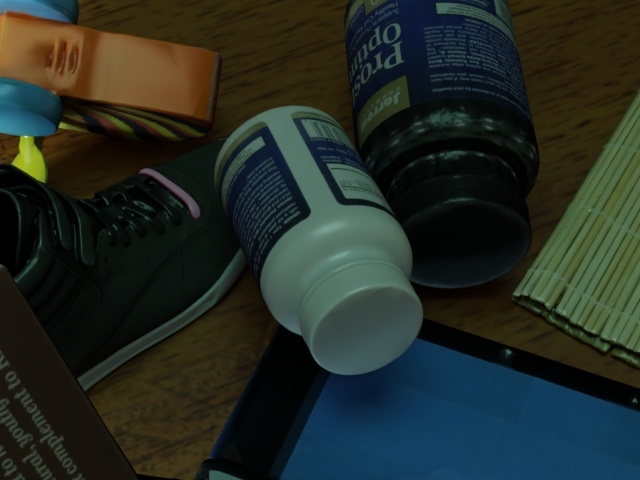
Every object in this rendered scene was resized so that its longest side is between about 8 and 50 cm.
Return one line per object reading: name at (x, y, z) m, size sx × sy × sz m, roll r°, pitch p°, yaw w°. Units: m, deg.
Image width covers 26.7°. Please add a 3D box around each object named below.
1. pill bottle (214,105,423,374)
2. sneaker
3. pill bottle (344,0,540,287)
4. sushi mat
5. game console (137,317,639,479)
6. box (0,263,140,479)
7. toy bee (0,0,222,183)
pill bottle at (0.000, 0.000, 0.824) m, size 0.094 × 0.094 × 0.169 m, roll -15°, pitch 43°, yaw -11°
sneaker at (-0.138, -0.004, 0.849) m, size 0.104 × 0.147 × 0.295 m, roll 35°, pitch 59°, yaw 26°
pill bottle at (0.083, -0.082, 0.921) m, size 0.122 × 0.123 × 0.219 m, roll -3°, pitch 52°, yaw -2°
sushi mat at (0.268, -0.037, 0.952) m, size 0.151 × 0.019 × 0.316 m, roll 25°, pitch 57°, yaw 17°
game console at (0.074, 0.122, 0.743) m, size 0.293 × 0.250 × 0.173 m, roll 17°, pitch 81°, yaw 13°
box at (-0.264, 0.089, 0.661) m, size 0.381 × 0.191 × 0.143 m, roll 14°, pitch 49°, yaw 42°
toy bee at (-0.227, -0.131, 0.956) m, size 0.298 × 0.162 × 0.195 m, roll 33°, pitch 71°, yaw -13°
